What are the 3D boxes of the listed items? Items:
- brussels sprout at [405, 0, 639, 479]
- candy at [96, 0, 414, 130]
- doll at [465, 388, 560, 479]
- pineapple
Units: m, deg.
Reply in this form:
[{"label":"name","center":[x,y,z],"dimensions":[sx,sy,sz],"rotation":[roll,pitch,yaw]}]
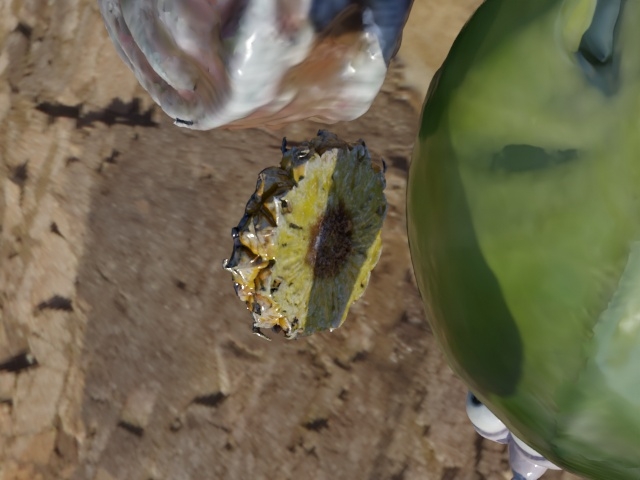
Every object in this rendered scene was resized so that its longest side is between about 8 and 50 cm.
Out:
[{"label":"brussels sprout","center":[0.186,-0.026,0.544],"dimensions":[0.289,0.354,0.281],"rotation":[27,66,24]},{"label":"candy","center":[-0.048,-0.191,0.684],"dimensions":[0.157,0.214,0.289],"rotation":[-4,57,-32]},{"label":"doll","center":[0.218,0.072,1.223],"dimensions":[0.094,0.160,0.365],"rotation":[18,77,-41]},{"label":"pineapple","center":[0.000,0.000,1.143],"dimensions":[0.221,0.047,0.221],"rotation":[-29,129,-44]}]
